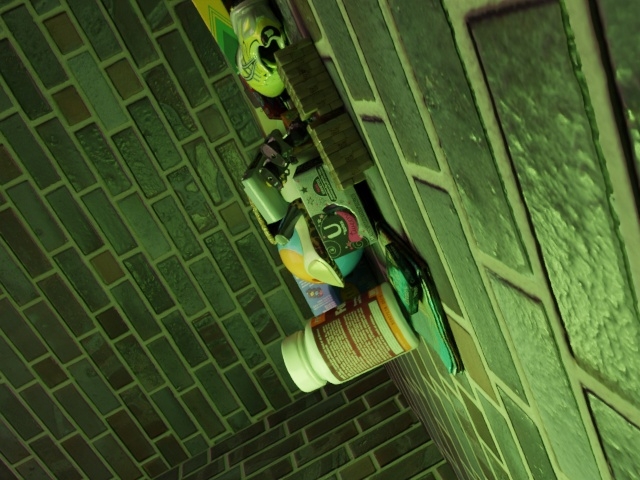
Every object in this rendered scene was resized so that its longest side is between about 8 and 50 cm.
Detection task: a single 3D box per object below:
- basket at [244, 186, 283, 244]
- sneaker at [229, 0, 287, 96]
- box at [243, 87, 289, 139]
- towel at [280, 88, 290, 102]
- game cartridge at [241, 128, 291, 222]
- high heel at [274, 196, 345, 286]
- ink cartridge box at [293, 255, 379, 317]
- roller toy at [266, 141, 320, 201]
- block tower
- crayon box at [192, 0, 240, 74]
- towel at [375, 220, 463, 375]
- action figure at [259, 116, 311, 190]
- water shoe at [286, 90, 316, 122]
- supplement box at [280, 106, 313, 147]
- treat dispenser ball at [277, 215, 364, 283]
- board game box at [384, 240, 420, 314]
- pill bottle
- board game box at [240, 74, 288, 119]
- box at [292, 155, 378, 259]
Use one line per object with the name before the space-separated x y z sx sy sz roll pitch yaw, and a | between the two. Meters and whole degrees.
basket | -0.114 -0.171 1.987 0.223 0.299 0.213 -119 5 -50
sneaker | -0.158 -0.501 1.479 0.147 0.145 0.384 62 177 16
box | -0.179 -0.467 2.097 0.148 0.121 0.311 58 174 38
towel | -0.145 -0.540 1.843 0.119 0.029 0.067 62 177 1
game cartridge | -0.141 -0.203 1.700 0.198 0.062 0.297 52 -144 -28
high heel | 0.000 0.000 1.504 0.261 0.093 0.186 43 -134 -21
ink cartridge box | 0.092 0.201 1.994 0.270 0.151 0.395 -21 -98 -50
roller toy | -0.051 -0.217 1.616 0.146 0.209 0.191 65 -160 -16
block tower | 0.008 -0.282 1.210 0.335 0.091 0.097 63 175 -6
crayon box | -0.292 -0.698 1.614 0.203 0.083 0.323 -87 -28 -51
towel | 0.252 0.151 1.378 0.370 0.040 0.271 65 174 -31
action figure | -0.072 -0.262 1.422 0.099 0.285 0.185 32 135 -2
water shoe | -0.018 -0.322 1.345 0.203 0.080 0.073 62 176 10
supplement box | -0.059 -0.336 1.795 0.078 0.080 0.233 57 175 40
treat dispenser ball | 0.001 0.000 1.739 0.288 0.288 0.288 62 176 8
board game box | 0.199 0.096 1.293 0.126 0.026 0.186 61 174 29
pill bottle | 0.092 0.310 1.663 0.224 0.392 0.224 59 -169 -19
board game box | -0.206 -0.525 1.773 0.281 0.027 0.145 57 -156 4
box | 0.039 -0.100 1.416 0.247 0.142 0.163 63 -170 -16
